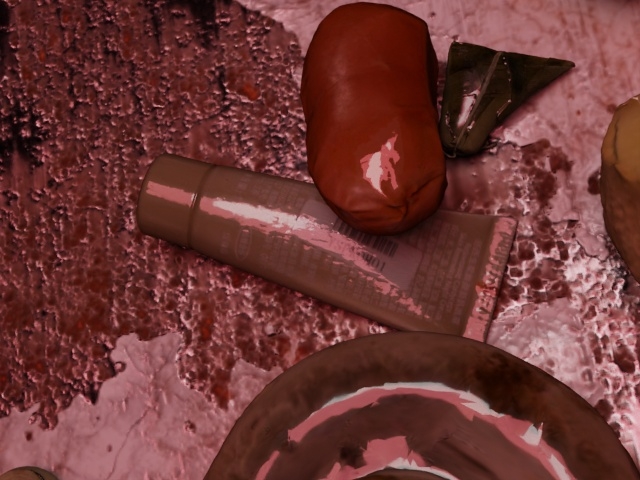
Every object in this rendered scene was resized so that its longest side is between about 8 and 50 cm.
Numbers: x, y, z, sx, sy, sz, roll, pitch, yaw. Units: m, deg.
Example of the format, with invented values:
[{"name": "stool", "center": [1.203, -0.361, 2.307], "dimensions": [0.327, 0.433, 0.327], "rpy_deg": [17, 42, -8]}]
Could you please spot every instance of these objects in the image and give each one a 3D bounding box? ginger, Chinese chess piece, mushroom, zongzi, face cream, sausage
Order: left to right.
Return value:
[{"name": "Chinese chess piece", "center": [-0.281, 0.257, 0.968], "dimensions": [0.084, 0.034, 0.084], "rpy_deg": [-4, 75, 15]}, {"name": "face cream", "center": [0.000, 0.000, 0.946], "dimensions": [0.341, 0.084, 0.137], "rpy_deg": [16, 79, 9]}, {"name": "sausage", "center": [0.047, -0.113, 0.911], "dimensions": [0.133, 0.133, 0.258], "rpy_deg": [-11, 53, 12]}, {"name": "mushroom", "center": [0.067, 0.243, 0.743], "dimensions": [0.362, 0.294, 0.362], "rpy_deg": [-3, 75, 12]}, {"name": "zongzi", "center": [0.171, -0.124, 0.943], "dimensions": [0.119, 0.055, 0.109], "rpy_deg": [9, 80, 5]}, {"name": "ginger", "center": [0.327, -0.004, 0.825], "dimensions": [0.267, 0.152, 0.138], "rpy_deg": [44, 62, 3]}]
